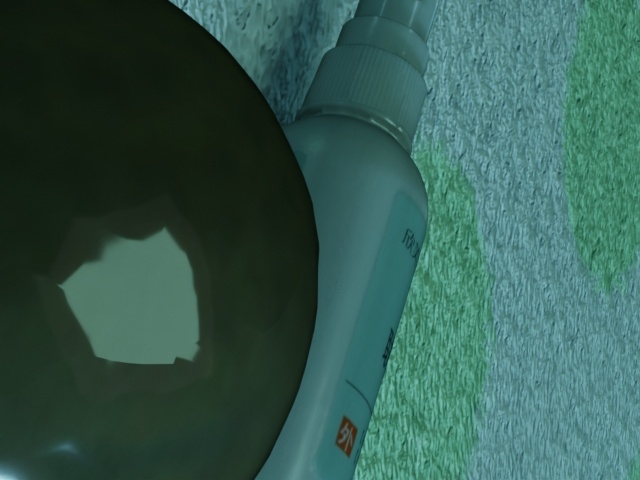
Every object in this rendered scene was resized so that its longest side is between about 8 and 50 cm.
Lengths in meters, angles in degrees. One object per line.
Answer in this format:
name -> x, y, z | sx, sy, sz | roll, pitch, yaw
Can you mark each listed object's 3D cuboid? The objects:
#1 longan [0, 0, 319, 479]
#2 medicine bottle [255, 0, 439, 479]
longan -> -0.128, 0.011, 0.635 | 0.258, 0.258, 0.258 | -10, 102, -62
medicine bottle -> 0.000, 0.000, 1.006 | 0.110, 0.110, 0.351 | 56, 45, -49
